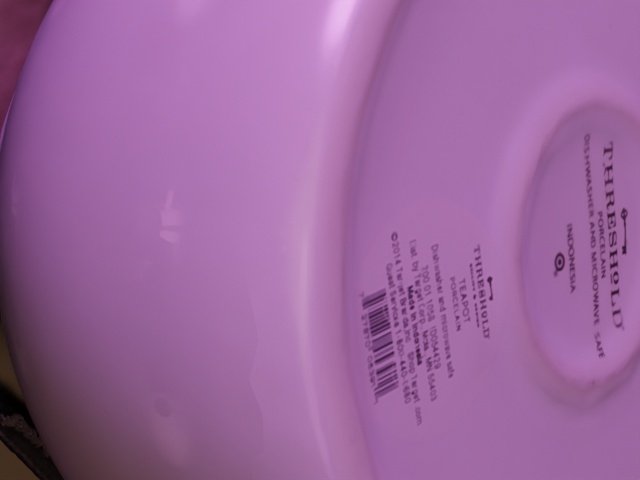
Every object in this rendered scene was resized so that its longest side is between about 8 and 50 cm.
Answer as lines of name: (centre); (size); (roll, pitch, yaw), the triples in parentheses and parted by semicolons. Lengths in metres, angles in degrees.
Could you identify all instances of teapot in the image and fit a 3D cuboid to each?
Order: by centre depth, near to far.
teapot: (0.000, 0.000, 0.450); (0.252, 0.187, 0.256); (41, 62, -42)

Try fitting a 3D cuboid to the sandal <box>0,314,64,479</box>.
sandal: (-0.100, 0.094, 0.492); (0.097, 0.054, 0.254); (-26, 103, -12)
